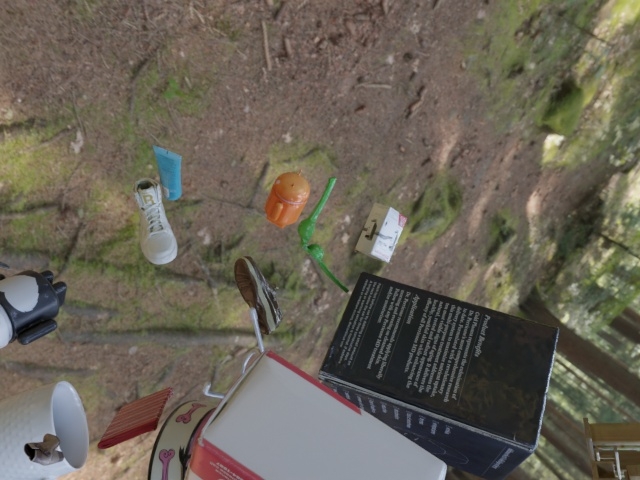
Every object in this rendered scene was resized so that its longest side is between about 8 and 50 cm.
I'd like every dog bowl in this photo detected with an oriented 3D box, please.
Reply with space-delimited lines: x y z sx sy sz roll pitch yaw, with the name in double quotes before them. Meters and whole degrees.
"dog bowl" -0.341 0.700 1.650 0.408 0.151 0.407 -7 90 -70

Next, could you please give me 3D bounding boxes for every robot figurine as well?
"robot figurine" -0.856 0.186 1.505 0.278 0.209 0.173 -36 119 -53
"robot figurine" -0.112 -0.142 1.811 0.158 0.128 0.219 -10 147 -33

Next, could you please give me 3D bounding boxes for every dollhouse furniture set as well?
"dollhouse furniture set" 0.537 0.375 0.865 0.161 0.182 0.101 -46 122 -61

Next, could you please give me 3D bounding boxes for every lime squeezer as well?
"lime squeezer" 0.000 0.000 1.341 0.110 0.059 0.310 -18 113 -26

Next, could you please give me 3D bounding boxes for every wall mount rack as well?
"wall mount rack" -0.172 0.350 1.278 0.131 0.350 0.304 23 115 -28

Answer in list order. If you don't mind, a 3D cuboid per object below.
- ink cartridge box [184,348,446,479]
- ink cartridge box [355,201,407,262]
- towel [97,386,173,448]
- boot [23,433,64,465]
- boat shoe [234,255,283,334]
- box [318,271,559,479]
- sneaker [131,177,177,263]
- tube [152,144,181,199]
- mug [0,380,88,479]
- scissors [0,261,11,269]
"ink cartridge box" -0.033 0.294 0.607 0.131 0.226 0.306 -53 171 -42
"ink cartridge box" 0.162 -0.019 1.421 0.099 0.056 0.135 25 87 -50
"towel" -0.601 0.581 1.772 0.199 0.275 0.031 -21 99 -1
"boot" -0.689 0.511 1.326 0.087 0.119 0.042 37 80 -50
"boat shoe" -0.171 0.145 1.553 0.095 0.095 0.257 -36 126 -36
"box" 0.288 0.364 1.374 0.479 0.472 0.297 77 35 -58
"sneaker" -0.515 -0.071 1.629 0.108 0.292 0.169 -18 134 -15
"tube" -0.415 -0.184 1.477 0.207 0.080 0.052 111 -5 -61
"mug" -0.903 0.645 1.599 0.328 0.373 0.276 -15 154 -8
"scissors" -0.827 0.016 1.166 0.109 0.297 0.021 -54 175 -36
